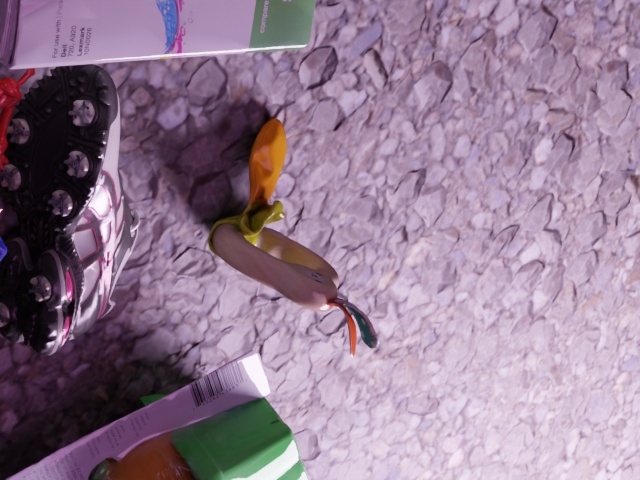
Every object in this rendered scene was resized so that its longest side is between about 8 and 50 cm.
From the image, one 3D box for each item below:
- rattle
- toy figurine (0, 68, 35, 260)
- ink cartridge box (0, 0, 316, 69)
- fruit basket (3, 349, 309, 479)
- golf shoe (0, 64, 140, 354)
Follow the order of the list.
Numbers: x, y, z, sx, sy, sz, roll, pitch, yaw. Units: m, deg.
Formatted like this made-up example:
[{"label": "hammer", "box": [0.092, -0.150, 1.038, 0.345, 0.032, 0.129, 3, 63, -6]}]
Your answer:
[{"label": "rattle", "box": [0.000, 0.000, 1.814, 0.143, 0.199, 0.130, -55, 136, -1]}, {"label": "toy figurine", "box": [-0.342, -0.062, 1.457, 0.362, 0.217, 0.191, 21, 108, -43]}, {"label": "ink cartridge box", "box": [-0.168, -0.226, 1.538, 0.278, 0.201, 0.117, -8, 118, -37]}, {"label": "fruit basket", "box": [-0.179, 0.290, 1.895, 0.353, 0.165, 0.327, -25, 129, -8]}, {"label": "golf shoe", "box": [-0.214, -0.035, 1.701, 0.120, 0.105, 0.273, -19, 133, -51]}]
